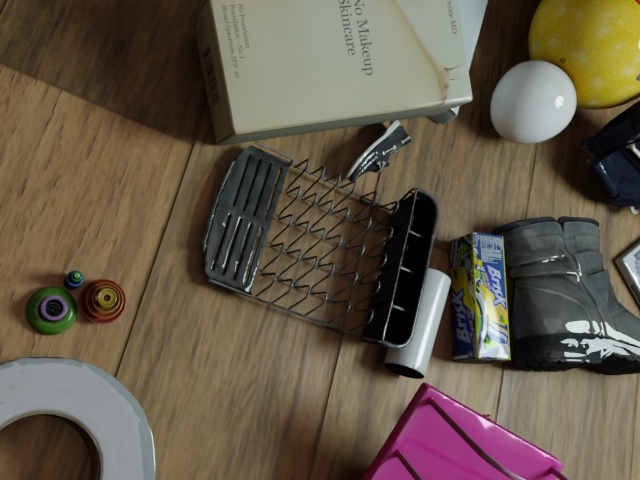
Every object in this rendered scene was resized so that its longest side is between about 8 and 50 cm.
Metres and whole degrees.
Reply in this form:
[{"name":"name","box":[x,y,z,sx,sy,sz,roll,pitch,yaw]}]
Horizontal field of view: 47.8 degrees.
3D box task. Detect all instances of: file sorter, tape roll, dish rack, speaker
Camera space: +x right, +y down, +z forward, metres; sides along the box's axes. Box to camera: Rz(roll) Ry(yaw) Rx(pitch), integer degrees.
[{"name":"file sorter","box":[0.137,0.341,0.736,0.202,0.182,0.291,31,91,-15]},{"name":"tape roll","box":[-0.271,0.223,0.690,0.219,0.072,0.219,6,75,-25]},{"name":"dish rack","box":[0.000,0.000,0.878,0.271,0.074,0.208,23,67,-19]},{"name":"speaker","box":[0.123,0.105,0.921,0.055,0.055,0.136,27,66,-18]}]

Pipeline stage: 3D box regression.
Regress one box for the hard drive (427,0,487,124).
[{"name":"hard drive","box":[0.137,-0.374,1.055,0.233,0.047,0.353,25,68,-18]}]

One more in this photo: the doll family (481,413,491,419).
[{"name":"doll family","box":[0.143,0.283,0.879,0.193,0.076,0.111,-40,91,-33]}]

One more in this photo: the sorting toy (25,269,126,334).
[{"name":"sorting toy","box":[-0.254,0.061,0.756,0.102,0.042,0.061,-10,82,-27]}]

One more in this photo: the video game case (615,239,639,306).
[{"name":"video game case","box":[0.578,0.063,1.172,0.190,0.022,0.173,-30,92,-29]}]

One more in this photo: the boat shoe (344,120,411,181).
[{"name":"boat shoe","box":[0.078,-0.113,0.962,0.038,0.046,0.125,46,54,-4]}]

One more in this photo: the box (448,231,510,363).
[{"name":"box","box":[0.212,0.078,0.968,0.054,0.059,0.169,7,74,-23]}]

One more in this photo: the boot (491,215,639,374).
[{"name":"boot","box":[0.408,0.074,1.040,0.338,0.118,0.223,9,68,-28]}]

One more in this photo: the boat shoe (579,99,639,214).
[{"name":"boat shoe","box":[0.547,-0.089,1.143,0.340,0.158,0.127,40,33,-29]}]

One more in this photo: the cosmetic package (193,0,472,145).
[{"name":"cosmetic package","box":[0.016,-0.218,0.884,0.309,0.113,0.160,-12,94,-18]}]

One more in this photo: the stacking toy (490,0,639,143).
[{"name":"stacking toy","box":[0.435,-0.312,1.091,0.480,0.350,0.350,-44,98,-9]}]
